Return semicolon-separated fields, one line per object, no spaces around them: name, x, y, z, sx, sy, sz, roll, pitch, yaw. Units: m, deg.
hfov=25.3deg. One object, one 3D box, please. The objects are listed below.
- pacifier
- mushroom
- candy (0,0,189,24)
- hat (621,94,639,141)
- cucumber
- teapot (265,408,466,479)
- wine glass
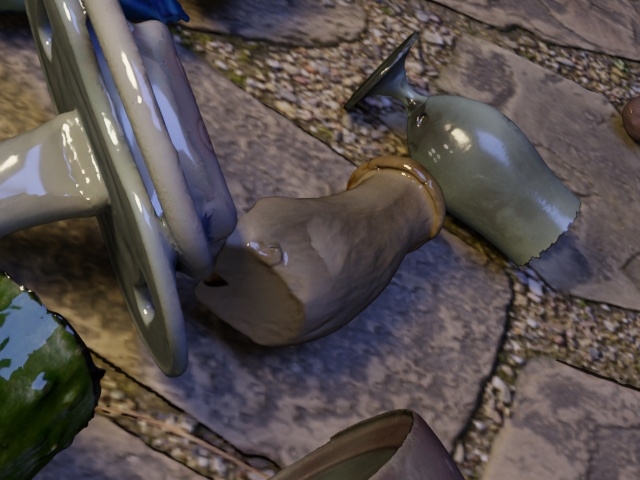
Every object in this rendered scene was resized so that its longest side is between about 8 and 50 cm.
pacifier;-0.173;-0.037;0.862;0.225;0.238;0.287;-22;86;-12
mushroom;0.001;0.010;1.027;0.247;0.096;0.108;-23;96;-52
candy;-0.247;-0.216;0.986;0.331;0.077;0.187;-5;61;-46
hat;0.324;-0.117;1.416;0.058;0.042;0.087;64;12;9
cucumber;-0.235;0.127;0.755;0.134;0.134;0.244;45;56;-6
teapot;0.047;0.279;0.834;0.312;0.233;0.315;58;16;-2
wine glass;0.120;-0.072;1.179;0.202;0.093;0.093;43;45;-5
